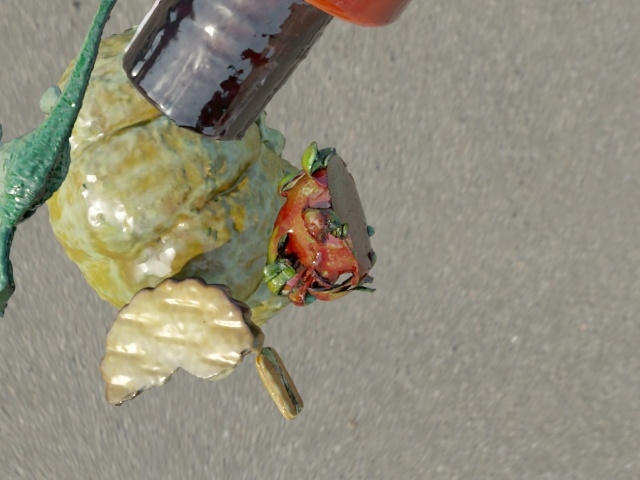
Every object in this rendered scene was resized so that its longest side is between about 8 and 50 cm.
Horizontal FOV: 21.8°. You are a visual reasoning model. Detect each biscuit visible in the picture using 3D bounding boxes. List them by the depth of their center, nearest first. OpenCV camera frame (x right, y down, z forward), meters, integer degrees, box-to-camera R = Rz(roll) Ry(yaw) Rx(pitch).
[{"bbox_3d":[-0.140,0.096,1.688,0.183,0.061,0.118,-18,73,23],"label":"biscuit"}]

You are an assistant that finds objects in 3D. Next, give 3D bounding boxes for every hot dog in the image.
[{"bbox_3d":[-0.045,0.146,1.698,0.021,0.037,0.083,-22,97,32],"label":"hot dog"}]

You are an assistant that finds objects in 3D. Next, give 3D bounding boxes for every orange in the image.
[{"bbox_3d":[-0.172,-0.033,1.822,0.271,0.210,0.368,-23,112,26],"label":"orange"}]

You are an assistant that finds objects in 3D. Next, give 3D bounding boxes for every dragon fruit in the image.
[{"bbox_3d":[0.000,0.000,1.629,0.142,0.138,0.175,48,112,8],"label":"dragon fruit"}]

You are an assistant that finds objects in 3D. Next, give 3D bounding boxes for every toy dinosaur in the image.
[{"bbox_3d":[-0.255,-0.120,1.527,0.076,0.129,0.383,11,103,-40],"label":"toy dinosaur"}]

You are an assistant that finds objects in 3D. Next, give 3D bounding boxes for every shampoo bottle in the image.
[{"bbox_3d":[0.021,-0.157,0.635,0.104,0.104,0.278,41,111,7],"label":"shampoo bottle"}]
